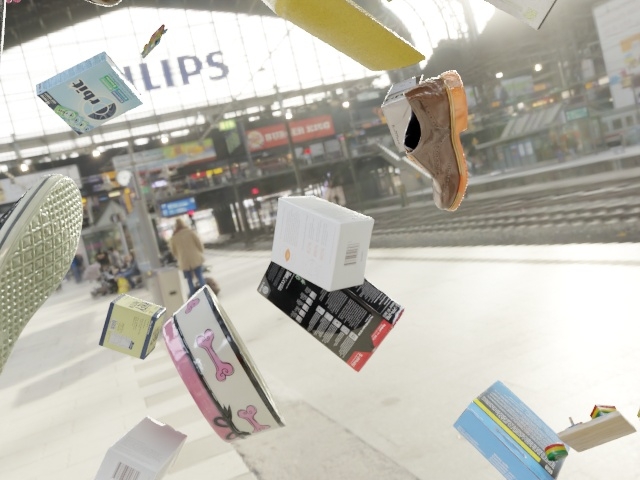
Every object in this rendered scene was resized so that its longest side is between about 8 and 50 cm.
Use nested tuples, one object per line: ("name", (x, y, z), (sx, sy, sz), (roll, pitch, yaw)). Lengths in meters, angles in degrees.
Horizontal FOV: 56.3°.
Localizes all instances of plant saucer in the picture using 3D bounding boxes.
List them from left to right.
("plant saucer", (-0.015, -0.425, 1.064), (0.333, 0.333, 0.081), (16, -61, -42))

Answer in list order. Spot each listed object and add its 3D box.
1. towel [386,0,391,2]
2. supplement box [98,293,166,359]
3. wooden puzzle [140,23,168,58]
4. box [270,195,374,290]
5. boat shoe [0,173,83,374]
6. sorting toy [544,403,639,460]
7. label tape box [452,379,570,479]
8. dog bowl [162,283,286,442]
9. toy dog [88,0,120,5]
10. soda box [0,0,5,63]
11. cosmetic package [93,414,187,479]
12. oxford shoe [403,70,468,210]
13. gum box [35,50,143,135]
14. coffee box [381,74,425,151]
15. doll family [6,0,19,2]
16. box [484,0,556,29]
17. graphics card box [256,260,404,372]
("towel", (0.097, -0.278, 0.507), (0.148, 0.027, 0.110), (-34, -22, 13))
("supplement box", (-0.324, 0.149, 1.034), (0.083, 0.083, 0.056), (19, 11, -1))
("wooden puzzle", (-0.282, -0.336, 1.008), (0.083, 0.049, 0.006), (-28, -46, 35))
("box", (0.000, 0.000, 1.113), (0.091, 0.130, 0.170), (-8, 24, -43))
("boat shoe", (-0.574, 0.089, 1.013), (0.156, 0.500, 0.187), (16, -24, 13))
("sorting toy", (0.585, 0.386, 1.259), (0.274, 0.046, 0.132), (-31, -45, 23))
("label tape box", (0.448, 0.482, 1.428), (0.106, 0.240, 0.334), (-54, -24, 17))
("dog bowl", (-0.249, 0.320, 1.497), (0.150, 0.408, 0.408), (-29, 6, -9))
("toy dog", (-0.359, -0.547, 1.037), (0.284, 0.395, 0.408), (-40, 27, 16))
("soda box", (-0.516, -0.312, 0.908), (0.060, 0.169, 0.053), (5, -16, -30))
("cosmetic package", (-0.387, 0.475, 1.311), (0.117, 0.085, 0.231), (26, 0, 4))
("oxford shoe", (0.250, -0.205, 1.345), (0.133, 0.363, 0.130), (-16, 42, -1))
("gum box", (-0.543, -0.345, 1.417), (0.184, 0.041, 0.157), (-23, -31, 6))
("coffee box", (0.256, -0.366, 1.695), (0.098, 0.141, 0.246), (-16, 24, 22))
("doll family", (-0.623, -0.552, 1.202), (0.263, 0.118, 0.163), (10, 38, 28))
("box", (0.300, -0.496, 0.867), (0.058, 0.232, 0.322), (-55, -7, -30))
("graphics card box", (0.019, 0.161, 1.621), (0.094, 0.371, 0.233), (-44, -14, -47))
